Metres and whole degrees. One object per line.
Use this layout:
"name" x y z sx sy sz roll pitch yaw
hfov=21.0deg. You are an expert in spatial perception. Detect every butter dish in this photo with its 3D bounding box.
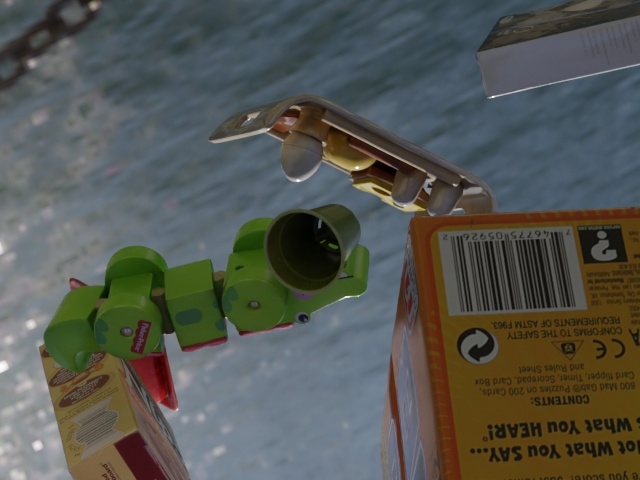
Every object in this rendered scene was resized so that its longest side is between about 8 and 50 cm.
"butter dish" -0.262 0.151 2.055 0.118 0.160 0.160 -44 147 -29

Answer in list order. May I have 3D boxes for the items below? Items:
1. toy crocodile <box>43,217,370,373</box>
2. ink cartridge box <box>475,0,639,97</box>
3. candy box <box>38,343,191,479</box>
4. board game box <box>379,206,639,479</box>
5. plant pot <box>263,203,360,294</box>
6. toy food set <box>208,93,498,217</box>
"toy crocodile" -0.115 0.062 1.724 0.340 0.105 0.115 -12 -148 7
"ink cartridge box" 0.352 -0.242 1.955 0.332 0.065 0.165 -10 -163 19
"candy box" -0.209 0.223 1.850 0.087 0.183 0.316 -29 -156 -3
"board game box" 0.241 0.218 1.197 0.356 0.356 0.356 -2 147 -4
"plant pot" 0.000 0.000 1.640 0.083 0.083 0.079 -33 180 29
"toy food set" 0.036 -0.073 2.047 0.092 0.306 0.219 -67 -162 -10
